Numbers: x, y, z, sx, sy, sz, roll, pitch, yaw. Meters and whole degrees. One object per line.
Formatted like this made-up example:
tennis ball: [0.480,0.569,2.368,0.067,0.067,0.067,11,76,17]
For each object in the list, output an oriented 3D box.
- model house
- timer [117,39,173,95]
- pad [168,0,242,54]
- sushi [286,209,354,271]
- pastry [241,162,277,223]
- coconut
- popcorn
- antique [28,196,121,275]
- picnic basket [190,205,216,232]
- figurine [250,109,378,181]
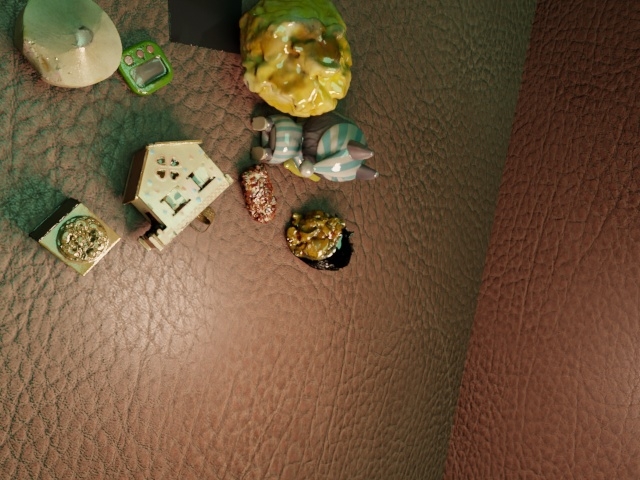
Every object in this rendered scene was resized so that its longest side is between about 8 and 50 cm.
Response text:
model house: [-0.449,-0.161,1.383,0.326,0.169,0.244,-49,117,-25]
timer: [-0.497,-0.487,1.352,0.140,0.047,0.128,-42,119,-26]
pad: [-0.346,-0.776,1.456,0.247,0.007,0.367,-7,102,-39]
sushi: [0.000,-0.006,1.754,0.204,0.213,0.200,42,48,-50]
pastry: [-0.203,-0.155,1.615,0.115,0.097,0.208,-18,110,-18]
coconut: [-0.607,-0.480,1.150,0.241,0.241,0.241,-7,102,-38]
popcorn: [-0.076,-0.578,1.506,0.344,0.390,0.354,-11,142,2]
antique: [-0.639,-0.012,1.250,0.147,0.148,0.152,-52,127,-18]
picnic basket: [-0.376,-0.066,1.502,0.072,0.072,0.083,47,55,-34]
figurine: [0.021,-0.327,1.589,0.361,0.377,0.266,-5,100,-40]
